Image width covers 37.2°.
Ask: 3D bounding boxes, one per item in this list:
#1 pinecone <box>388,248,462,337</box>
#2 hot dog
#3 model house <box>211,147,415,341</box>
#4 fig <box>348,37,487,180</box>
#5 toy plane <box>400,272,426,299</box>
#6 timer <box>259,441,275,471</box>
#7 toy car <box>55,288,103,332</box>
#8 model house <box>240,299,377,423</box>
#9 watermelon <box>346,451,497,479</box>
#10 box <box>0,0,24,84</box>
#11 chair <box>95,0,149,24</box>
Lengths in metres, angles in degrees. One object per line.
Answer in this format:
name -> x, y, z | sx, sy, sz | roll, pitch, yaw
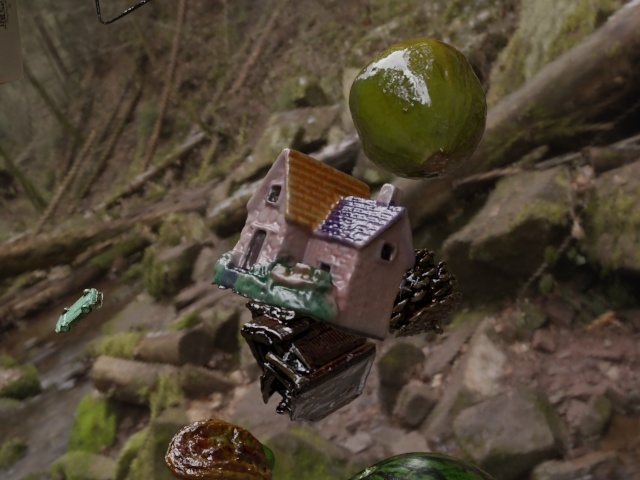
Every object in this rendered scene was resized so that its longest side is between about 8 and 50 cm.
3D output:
pinecone -> 0.255, 0.131, 2.501 | 0.243, 0.257, 0.243 | -2, -20, -1
hot dog -> -0.193, 0.433, 1.871 | 0.099, 0.227, 0.160 | -60, 34, 22
model house -> 0.000, 0.000, 1.411 | 0.237, 0.202, 0.237 | 14, 82, 54
fig -> 0.231, -0.288, 2.216 | 0.343, 0.343, 0.343 | -22, 17, 7
toy plane -> 0.134, 0.066, 1.544 | 0.078, 0.024, 0.084 | 3, 26, 8
timer -> -0.181, 0.501, 2.193 | 0.128, 0.140, 0.047 | -41, 22, 35
toy car -> -0.498, 0.149, 1.950 | 0.122, 0.035, 0.059 | -41, 32, 20
model house -> -0.062, 0.237, 2.063 | 0.317, 0.282, 0.297 | -24, -27, -39
watermelon -> 0.123, 0.399, 1.145 | 0.285, 0.285, 0.285 | -22, 17, 7
box -> -0.661, -0.431, 1.735 | 0.203, 0.274, 0.116 | 17, 28, 30
chair -> -0.352, -0.483, 1.495 | 0.145, 0.221, 0.140 | -23, -13, 16
